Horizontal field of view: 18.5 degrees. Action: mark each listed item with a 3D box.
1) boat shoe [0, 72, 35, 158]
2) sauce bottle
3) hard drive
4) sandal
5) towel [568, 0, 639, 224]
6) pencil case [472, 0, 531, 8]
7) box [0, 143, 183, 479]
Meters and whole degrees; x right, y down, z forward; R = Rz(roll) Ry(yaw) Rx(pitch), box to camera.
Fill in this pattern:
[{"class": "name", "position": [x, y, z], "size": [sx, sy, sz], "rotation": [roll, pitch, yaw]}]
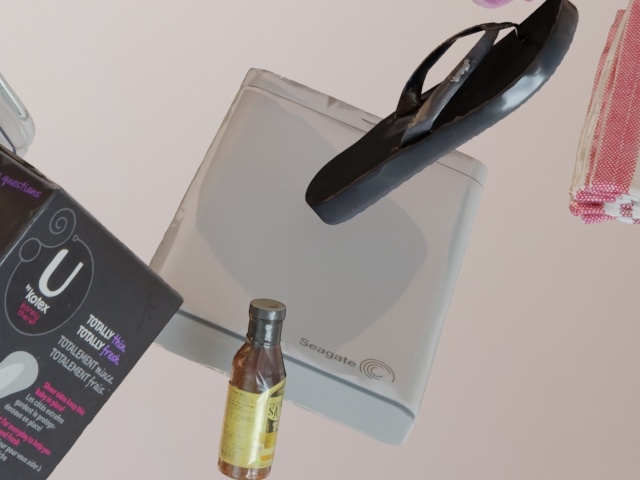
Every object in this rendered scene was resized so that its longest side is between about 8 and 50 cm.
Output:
[{"class": "boat shoe", "position": [-0.312, -0.149, 1.465], "size": [0.258, 0.095, 0.084], "rotation": [55, 39, -21]}, {"class": "sauce bottle", "position": [-0.046, 0.105, 1.391], "size": [0.042, 0.042, 0.128], "rotation": [-99, -163, -72]}, {"class": "hard drive", "position": [0.000, 0.000, 1.615], "size": [0.353, 0.233, 0.047], "rotation": [-68, -178, -53]}, {"class": "sandal", "position": [0.088, -0.105, 1.495], "size": [0.054, 0.254, 0.097], "rotation": [50, 10, -20]}, {"class": "towel", "position": [0.220, -0.049, 0.893], "size": [0.029, 0.197, 0.144], "rotation": [87, 17, -46]}, {"class": "pencil case", "position": [0.066, -0.358, 1.720], "size": [0.386, 0.160, 0.167], "rotation": [41, 14, 29]}, {"class": "box", "position": [-0.244, 0.079, 1.214], "size": [0.143, 0.270, 0.165], "rotation": [32, -10, 36]}]
